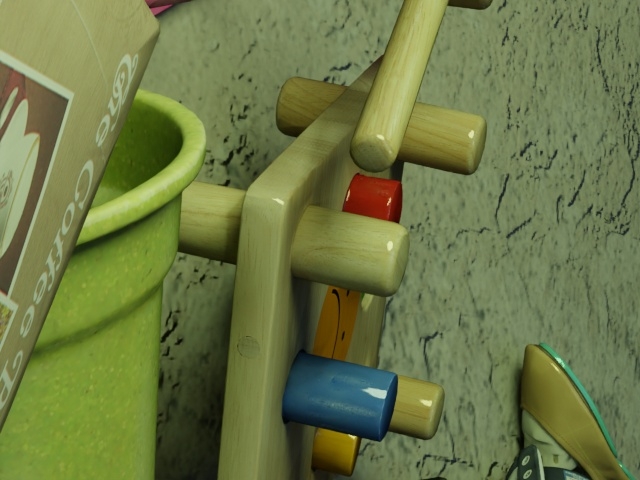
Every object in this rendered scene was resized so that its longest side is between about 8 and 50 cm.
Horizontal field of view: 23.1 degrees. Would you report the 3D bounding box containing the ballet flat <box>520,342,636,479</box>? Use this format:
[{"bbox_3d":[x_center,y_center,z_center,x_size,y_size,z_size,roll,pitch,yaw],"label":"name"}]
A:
[{"bbox_3d":[0.203,0.180,1.225,0.073,0.080,0.232,-39,119,-5],"label":"ballet flat"}]

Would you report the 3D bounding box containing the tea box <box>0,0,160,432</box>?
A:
[{"bbox_3d":[-0.265,0.001,0.440,0.220,0.323,0.329,64,44,-73],"label":"tea box"}]

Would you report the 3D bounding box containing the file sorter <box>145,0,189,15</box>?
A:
[{"bbox_3d":[-0.008,-0.282,0.922,0.290,0.182,0.202,-39,117,-39],"label":"file sorter"}]

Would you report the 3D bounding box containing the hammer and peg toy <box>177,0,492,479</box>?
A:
[{"bbox_3d":[0.000,0.000,0.848,0.266,0.127,0.361,-52,151,-61],"label":"hammer and peg toy"}]

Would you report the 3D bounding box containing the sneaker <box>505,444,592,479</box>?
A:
[{"bbox_3d":[0.183,0.205,1.089,0.099,0.282,0.153,29,59,-3],"label":"sneaker"}]

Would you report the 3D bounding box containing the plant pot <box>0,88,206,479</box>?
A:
[{"bbox_3d":[-0.179,0.081,0.715,0.276,0.276,0.254,-25,119,-43],"label":"plant pot"}]

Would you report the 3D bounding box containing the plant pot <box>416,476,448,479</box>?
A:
[{"bbox_3d":[0.034,0.256,0.980,0.188,0.187,0.167,-32,98,-41],"label":"plant pot"}]
